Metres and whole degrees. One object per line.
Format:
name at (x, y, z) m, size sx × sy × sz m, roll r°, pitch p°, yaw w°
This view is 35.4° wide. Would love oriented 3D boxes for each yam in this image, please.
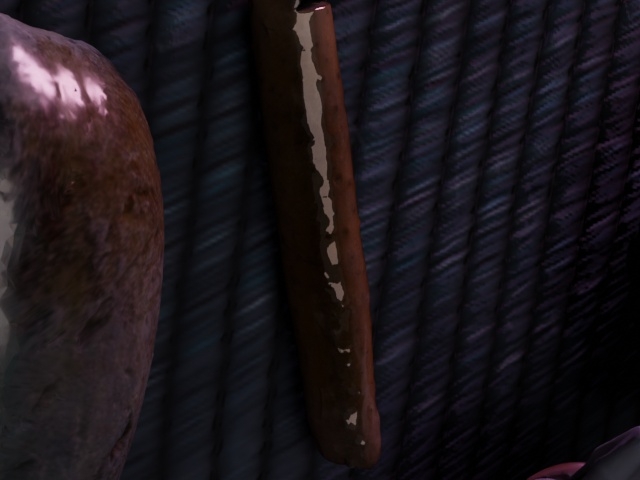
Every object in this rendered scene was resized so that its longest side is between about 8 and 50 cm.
yam at (0.000, 0.000, 0.523) m, size 0.046 × 0.046 × 0.264 m, roll -16°, pitch 109°, yaw -29°

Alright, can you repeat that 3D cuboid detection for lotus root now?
lotus root at (-0.148, 0.070, 0.390) m, size 0.158 × 0.140 × 0.322 m, roll 3°, pitch 102°, yaw -33°

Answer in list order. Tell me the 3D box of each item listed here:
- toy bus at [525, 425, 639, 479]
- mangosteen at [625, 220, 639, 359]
toy bus at (0.145, 0.235, 0.549) m, size 0.294 × 0.197 × 0.232 m, roll -37°, pitch 104°, yaw 27°
mangosteen at (0.337, 0.038, 0.587) m, size 0.297 × 0.313 × 0.297 m, roll -16°, pitch 121°, yaw -29°
